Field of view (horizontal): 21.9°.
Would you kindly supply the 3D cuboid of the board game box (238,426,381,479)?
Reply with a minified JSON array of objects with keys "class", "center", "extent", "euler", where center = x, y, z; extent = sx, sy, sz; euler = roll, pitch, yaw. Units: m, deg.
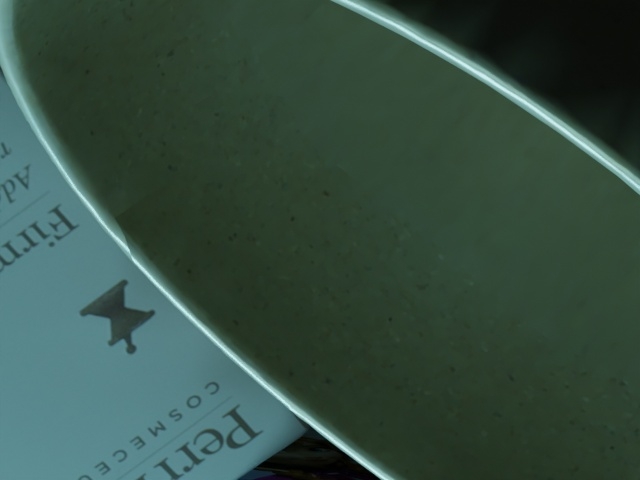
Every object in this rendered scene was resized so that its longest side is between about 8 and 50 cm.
[{"class":"board game box","center":[0.022,0.182,1.141],"extent":[0.319,0.066,0.318],"euler":[1,-175,-31]}]

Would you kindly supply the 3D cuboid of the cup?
[{"class":"cup","center":[0.097,-0.056,0.525],"extent":[0.331,0.237,0.331],"euler":[33,161,13]}]

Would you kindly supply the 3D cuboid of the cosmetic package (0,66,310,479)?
[{"class":"cosmetic package","center":[-0.271,-0.004,1.006],"extent":[0.393,0.329,0.327],"euler":[52,-175,-36]}]
